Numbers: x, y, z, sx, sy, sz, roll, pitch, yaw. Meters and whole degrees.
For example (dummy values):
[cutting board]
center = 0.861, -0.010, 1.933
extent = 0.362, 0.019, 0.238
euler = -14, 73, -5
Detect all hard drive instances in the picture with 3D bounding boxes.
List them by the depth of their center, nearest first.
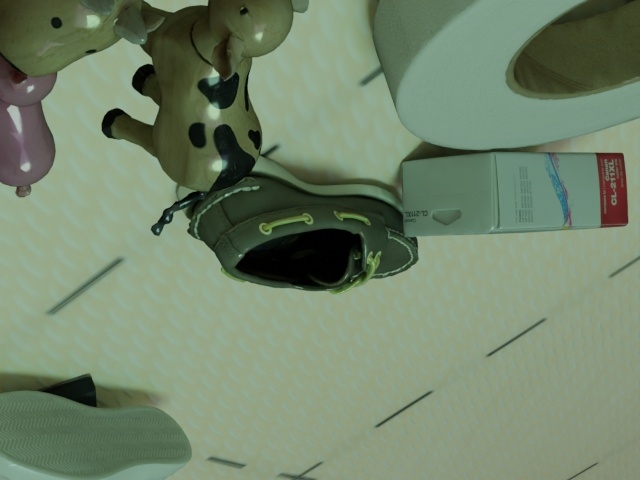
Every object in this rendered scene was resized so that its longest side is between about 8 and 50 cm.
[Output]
[hard drive]
center = -0.272, 0.188, 1.486
extent = 0.094, 0.022, 0.135
euler = -18, 151, -17

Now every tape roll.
[tape roll]
center = 0.231, -0.186, 1.131
extent = 0.392, 0.072, 0.392
euler = -15, 162, -5

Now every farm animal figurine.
[farm animal figurine]
center = -0.108, -0.158, 0.749
extent = 0.330, 0.172, 0.327
euler = 12, 105, -52

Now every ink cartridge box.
[ink cartridge box]
center = 0.179, -0.043, 1.361
extent = 0.175, 0.072, 0.127
euler = -2, 180, -39

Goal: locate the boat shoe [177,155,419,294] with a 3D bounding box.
[boat shoe]
center = -0.003, 0.003, 1.320
extent = 0.109, 0.091, 0.305
euler = -40, 150, 25

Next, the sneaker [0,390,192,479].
[sneaker]
center = -0.270, 0.236, 1.428
extent = 0.169, 0.108, 0.292
euler = -41, 151, 19
